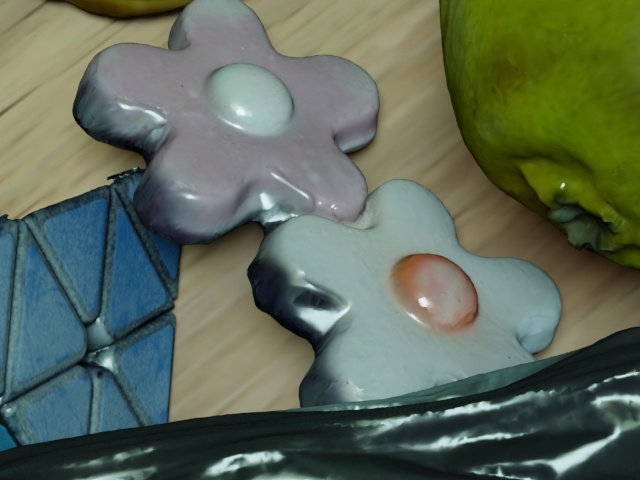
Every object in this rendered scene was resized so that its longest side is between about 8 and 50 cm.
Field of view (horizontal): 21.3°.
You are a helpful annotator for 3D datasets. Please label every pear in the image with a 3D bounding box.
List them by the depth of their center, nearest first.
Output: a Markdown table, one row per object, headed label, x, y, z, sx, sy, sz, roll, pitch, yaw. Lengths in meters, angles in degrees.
| label | x | y | z | sx | sy | sz | roll | pitch | yaw |
| --- | --- | --- | --- | --- | --- | --- | --- | --- | --- |
| pear | 0.180 | -0.119 | 0.671 | 0.269 | 0.269 | 0.321 | 40 | 66 | 15 |

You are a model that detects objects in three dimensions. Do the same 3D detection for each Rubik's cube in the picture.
| label | x | y | z | sx | sy | sz | roll | pitch | yaw |
| --- | --- | --- | --- | --- | --- | --- | --- | --- | --- |
| Rubik's cube | -0.094 | 0.069 | 0.725 | 0.190 | 0.211 | 0.178 | -31 | 95 | -31 |

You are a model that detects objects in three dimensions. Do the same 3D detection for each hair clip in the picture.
| label | x | y | z | sx | sy | sz | roll | pitch | yaw |
| --- | --- | --- | --- | --- | --- | --- | --- | --- | --- |
| hair clip | 0.002 | -0.005 | 0.727 | 0.146 | 0.075 | 0.257 | -27 | 74 | -33 |

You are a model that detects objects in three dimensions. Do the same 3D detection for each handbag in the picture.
| label | x | y | z | sx | sy | sz | roll | pitch | yaw |
| --- | --- | --- | --- | --- | --- | --- | --- | --- | --- |
| handbag | 0.022 | 0.136 | 0.643 | 0.332 | 0.191 | 0.075 | -11 | 30 | -1 |

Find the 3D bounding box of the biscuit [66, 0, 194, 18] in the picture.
| label | x | y | z | sx | sy | sz | roll | pitch | yaw |
| --- | --- | --- | --- | --- | --- | --- | --- | --- | --- |
| biscuit | -0.078 | -0.254 | 0.808 | 0.296 | 0.102 | 0.296 | -2 | 72 | 6 |
